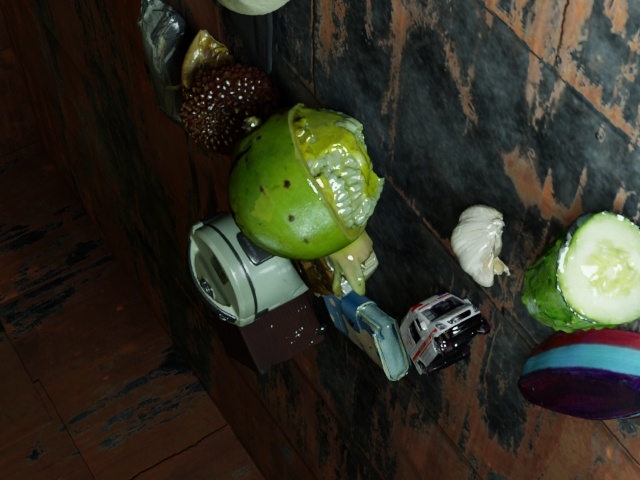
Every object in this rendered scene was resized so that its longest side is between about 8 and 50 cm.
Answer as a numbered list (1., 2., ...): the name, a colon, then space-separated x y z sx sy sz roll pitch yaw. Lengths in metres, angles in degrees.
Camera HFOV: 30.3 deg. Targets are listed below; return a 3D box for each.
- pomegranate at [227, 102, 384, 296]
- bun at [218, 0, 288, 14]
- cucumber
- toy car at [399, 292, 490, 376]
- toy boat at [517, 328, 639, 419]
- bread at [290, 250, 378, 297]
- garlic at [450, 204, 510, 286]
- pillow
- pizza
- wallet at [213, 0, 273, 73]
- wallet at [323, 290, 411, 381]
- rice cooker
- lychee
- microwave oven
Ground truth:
1. pomegranate: -0.013 -0.063 1.890 0.340 0.260 0.260 65 161 -16
2. bun: -0.118 -0.454 1.683 0.273 0.168 0.273 32 137 35
3. cucumber: 0.303 0.055 1.417 0.134 0.134 0.244 59 165 8
4. toy car: 0.188 0.135 1.857 0.108 0.089 0.209 62 165 15
5. toy boat: 0.361 0.178 1.506 0.136 0.079 0.392 61 164 -2
6. bread: -0.002 -0.001 2.123 0.210 0.110 0.192 64 162 -7
7. garlic: 0.218 0.006 1.626 0.094 0.074 0.113 88 165 -70
8. pillow: -0.311 -0.360 2.453 0.161 0.093 0.335 53 161 39
9. pizza: -0.199 -0.278 2.240 0.058 0.127 0.246 -138 42 -60
10. wallet: -0.156 -0.464 1.991 0.323 0.041 0.247 57 160 24
11. wallet: 0.085 0.159 2.198 0.202 0.059 0.141 41 158 50
12. rice cooker: -0.141 0.038 2.328 0.226 0.244 0.226 51 158 30
13. lychee: -0.163 -0.233 2.128 0.188 0.188 0.188 51 158 30
14. microwave oven: -0.128 0.152 2.549 0.247 0.178 0.188 12 125 67
